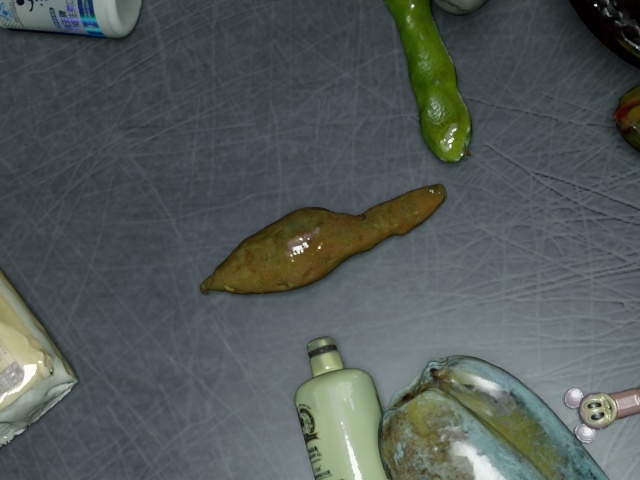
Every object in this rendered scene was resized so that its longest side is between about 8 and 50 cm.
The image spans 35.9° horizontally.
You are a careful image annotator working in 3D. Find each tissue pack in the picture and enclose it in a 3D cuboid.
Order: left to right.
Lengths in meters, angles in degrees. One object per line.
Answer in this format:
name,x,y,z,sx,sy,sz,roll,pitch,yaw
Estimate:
tissue pack,-0.380,0.114,0.995,0.186,0.090,0.222,-40,75,-6

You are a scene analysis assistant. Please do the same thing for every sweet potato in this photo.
sweet potato,0.002,-0.001,0.980,0.269,0.075,0.075,-21,73,-1

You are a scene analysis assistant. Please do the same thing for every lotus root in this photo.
lotus root,0.181,0.244,0.854,0.322,0.140,0.158,48,45,9

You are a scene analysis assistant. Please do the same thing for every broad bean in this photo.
broad bean,0.108,-0.192,1.029,0.053,0.052,0.256,-2,66,-37

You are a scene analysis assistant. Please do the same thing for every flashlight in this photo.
flashlight,0.286,0.150,0.918,0.110,0.031,0.052,-16,73,4

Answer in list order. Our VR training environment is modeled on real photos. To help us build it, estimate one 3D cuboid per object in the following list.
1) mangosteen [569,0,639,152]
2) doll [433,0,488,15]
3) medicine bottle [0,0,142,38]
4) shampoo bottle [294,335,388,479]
mangosteen,0.390,-0.276,0.863,0.381,0.421,0.381,-12,38,10
doll,0.110,-0.421,0.921,0.252,0.378,0.382,14,64,23
medicine bottle,-0.300,-0.281,1.082,0.191,0.107,0.107,6,76,9
shampoo bottle,0.020,0.168,0.927,0.079,0.079,0.162,-17,74,3
